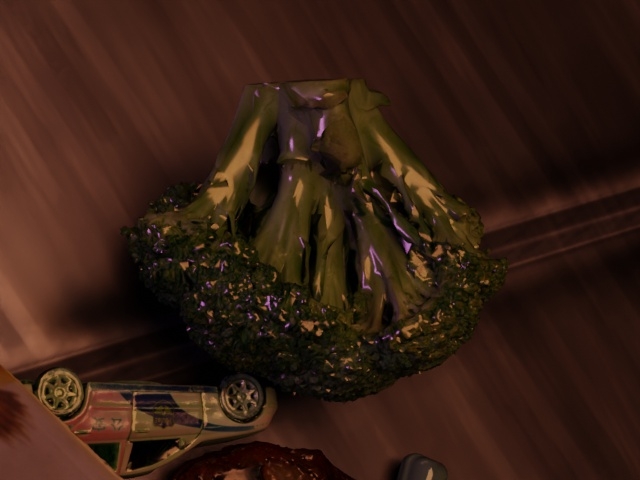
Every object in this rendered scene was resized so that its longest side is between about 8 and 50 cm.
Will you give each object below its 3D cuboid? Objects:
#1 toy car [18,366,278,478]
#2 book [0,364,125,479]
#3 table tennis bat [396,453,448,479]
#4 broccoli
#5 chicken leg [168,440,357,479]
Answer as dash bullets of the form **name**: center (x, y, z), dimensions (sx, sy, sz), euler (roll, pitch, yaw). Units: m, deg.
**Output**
- **toy car**: center (-0.139, 0.132, 1.369), dimensions (0.224, 0.090, 0.076), euler (4, 77, -26)
- **book**: center (-0.245, 0.222, 1.183), dimensions (0.428, 0.039, 0.300), euler (42, 55, 13)
- **table tennis bat**: center (0.046, 0.273, 1.452), dimensions (0.149, 0.038, 0.237), euler (27, 68, -15)
- **broccoli**: center (0.000, 0.000, 1.386), dimensions (0.261, 0.269, 0.242), euler (-29, 118, -63)
- **chicken leg**: center (-0.069, 0.204, 1.398), dimensions (0.234, 0.063, 0.105), euler (-32, 97, -31)
